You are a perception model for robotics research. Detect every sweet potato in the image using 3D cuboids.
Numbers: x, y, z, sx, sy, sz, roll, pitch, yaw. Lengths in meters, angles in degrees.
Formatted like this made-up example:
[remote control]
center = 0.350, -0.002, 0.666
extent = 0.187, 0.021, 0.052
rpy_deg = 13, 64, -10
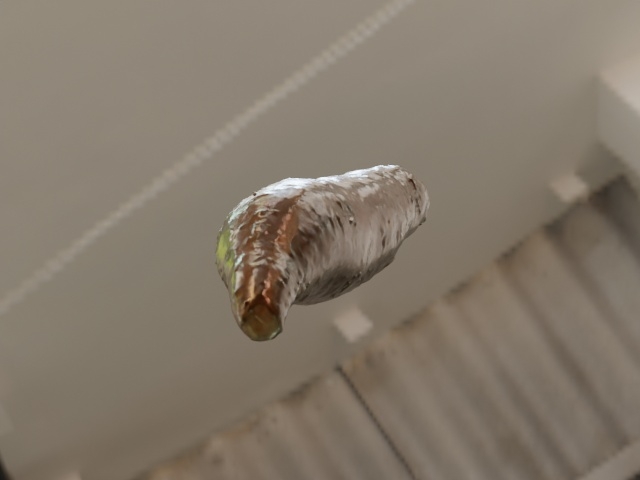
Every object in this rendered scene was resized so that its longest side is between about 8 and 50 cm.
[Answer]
[sweet potato]
center = 0.000, 0.000, 0.969
extent = 0.072, 0.314, 0.066
rpy_deg = -19, -90, 16
